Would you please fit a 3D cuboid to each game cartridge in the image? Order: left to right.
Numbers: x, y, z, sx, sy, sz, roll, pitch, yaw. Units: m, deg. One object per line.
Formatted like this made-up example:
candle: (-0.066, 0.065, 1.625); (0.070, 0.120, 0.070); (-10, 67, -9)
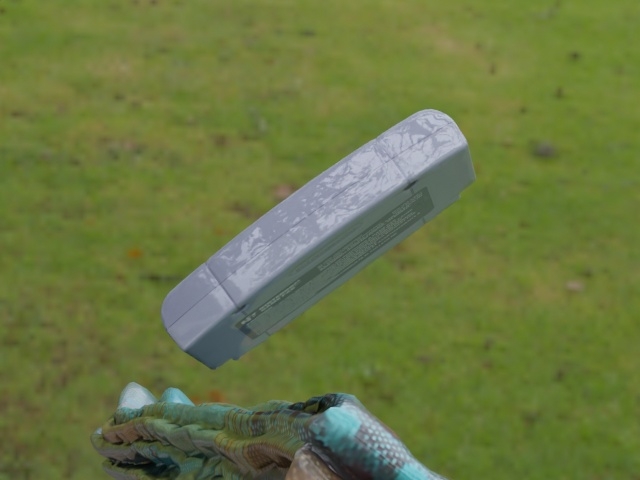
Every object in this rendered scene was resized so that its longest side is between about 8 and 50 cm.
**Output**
game cartridge: (0.000, 0.000, 0.468); (0.083, 0.017, 0.056); (-36, -9, -1)

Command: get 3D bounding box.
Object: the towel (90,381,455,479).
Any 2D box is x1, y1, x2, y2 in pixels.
towel: (0.072, 0.115, 0.513); (0.271, 0.040, 0.370); (31, -10, -7)
